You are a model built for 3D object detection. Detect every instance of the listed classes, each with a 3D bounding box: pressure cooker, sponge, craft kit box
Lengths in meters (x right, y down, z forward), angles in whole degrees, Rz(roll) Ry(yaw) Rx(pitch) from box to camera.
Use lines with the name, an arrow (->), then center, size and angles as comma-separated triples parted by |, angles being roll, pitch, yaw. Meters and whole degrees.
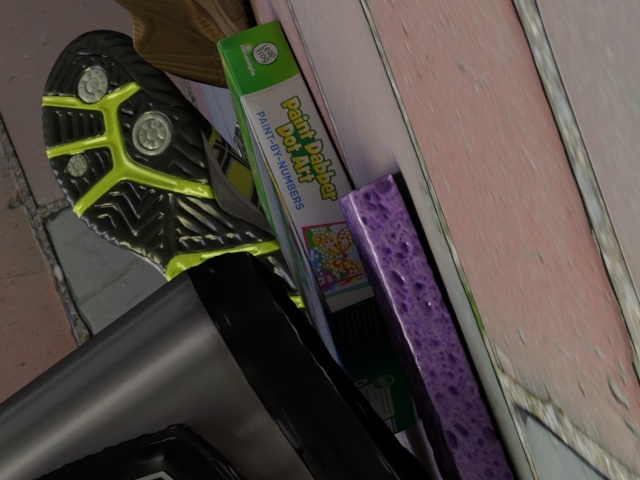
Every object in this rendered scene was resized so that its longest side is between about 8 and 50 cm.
pressure cooker -> -0.108, 0.262, 1.175 | 0.375, 0.420, 0.370 | 54, -179, -30
sponge -> 0.062, 0.064, 1.094 | 0.117, 0.031, 0.210 | -173, 62, -86
craft kit box -> 0.000, 0.000, 1.420 | 0.250, 0.061, 0.246 | 78, 168, -62

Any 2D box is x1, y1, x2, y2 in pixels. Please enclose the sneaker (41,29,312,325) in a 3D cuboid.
sneaker -> -0.116, -0.026, 1.701 | 0.384, 0.145, 0.147 | 54, -167, 10

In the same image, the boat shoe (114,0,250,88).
boat shoe -> -0.110, -0.213, 1.556 | 0.302, 0.109, 0.098 | 52, -130, -66

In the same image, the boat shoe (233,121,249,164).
boat shoe -> -0.050, -0.021, 1.796 | 0.078, 0.070, 0.219 | 82, 167, -70

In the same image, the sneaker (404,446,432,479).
sneaker -> -0.053, 0.157, 1.562 | 0.295, 0.124, 0.178 | 47, 147, -16
